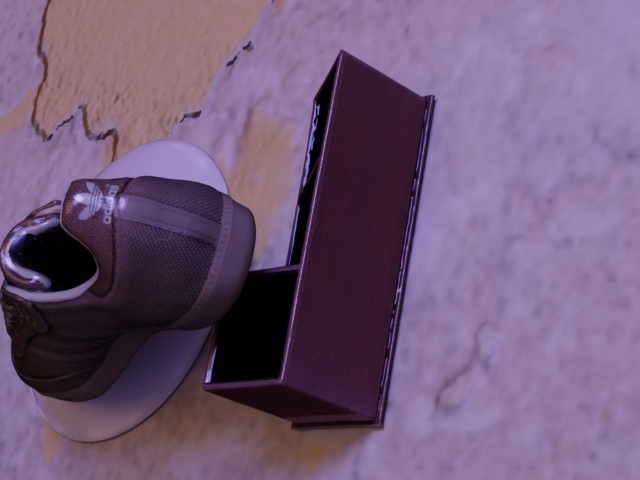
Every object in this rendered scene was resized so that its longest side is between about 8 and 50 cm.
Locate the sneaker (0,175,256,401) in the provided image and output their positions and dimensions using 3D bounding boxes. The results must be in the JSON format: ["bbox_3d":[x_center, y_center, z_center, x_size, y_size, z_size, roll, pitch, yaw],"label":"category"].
[{"bbox_3d":[-0.094,0.012,0.624,0.188,0.071,0.066,-31,43,54],"label":"sneaker"}]

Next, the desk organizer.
[{"bbox_3d":[0.000,0.000,0.596,0.047,0.050,0.130,-8,64,45],"label":"desk organizer"}]

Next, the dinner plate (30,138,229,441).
[{"bbox_3d":[-0.092,0.019,0.715,0.141,0.017,0.141,-22,57,39],"label":"dinner plate"}]
